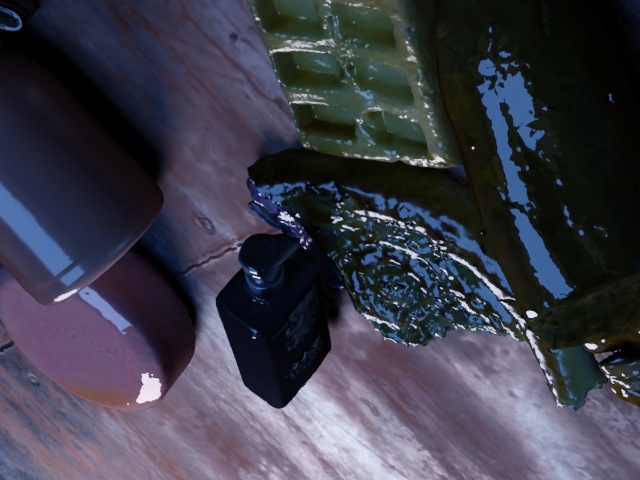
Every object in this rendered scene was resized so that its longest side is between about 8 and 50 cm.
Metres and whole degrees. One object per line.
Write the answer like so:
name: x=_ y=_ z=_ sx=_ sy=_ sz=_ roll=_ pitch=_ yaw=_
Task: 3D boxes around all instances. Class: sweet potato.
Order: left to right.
sweet potato: x=0.174 y=-0.078 z=1.169 sx=0.157 sy=0.158 sz=0.370 roll=-9 pitch=109 yaw=46

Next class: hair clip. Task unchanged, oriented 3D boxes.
hair clip: x=-0.001 y=0.001 z=1.498 sx=0.195 sy=0.052 sz=0.124 roll=45 pitch=139 yaw=-3

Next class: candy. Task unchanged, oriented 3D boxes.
candy: x=-0.267 y=0.085 z=1.783 sx=0.255 sy=0.094 sz=0.255 roll=23 pitch=143 yaw=19

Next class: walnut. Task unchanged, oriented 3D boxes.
walnut: x=0.308 y=0.090 z=1.313 sx=0.170 sy=0.069 sz=0.143 roll=-2 pitch=131 yaw=44

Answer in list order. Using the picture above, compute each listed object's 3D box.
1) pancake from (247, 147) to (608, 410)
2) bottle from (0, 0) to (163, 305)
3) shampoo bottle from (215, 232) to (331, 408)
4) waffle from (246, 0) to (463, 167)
pancake: x=0.094 y=0.032 z=1.408 sx=0.376 sy=0.054 sz=0.197 roll=31 pitch=132 yaw=10
bottle: x=-0.298 y=-0.102 z=1.551 sx=0.206 sy=0.173 sz=0.297 roll=-37 pitch=103 yaw=22
shampoo bottle: x=-0.045 y=0.068 z=1.487 sx=0.071 sy=0.098 sz=0.309 roll=39 pitch=165 yaw=19
waffle: x=0.027 y=-0.168 z=1.259 sx=0.168 sy=0.057 sz=0.274 roll=13 pitch=141 yaw=33
